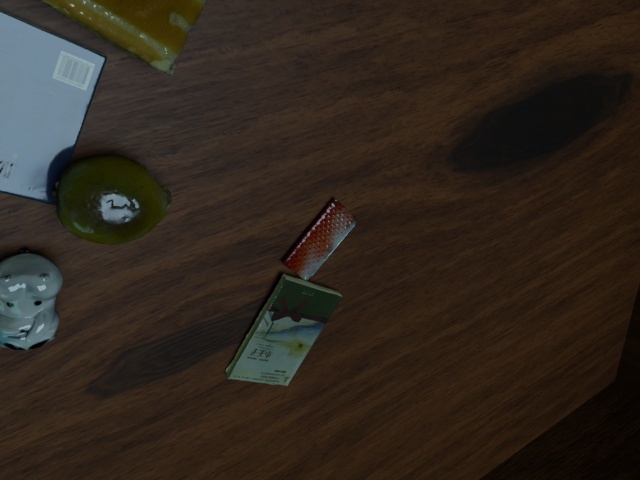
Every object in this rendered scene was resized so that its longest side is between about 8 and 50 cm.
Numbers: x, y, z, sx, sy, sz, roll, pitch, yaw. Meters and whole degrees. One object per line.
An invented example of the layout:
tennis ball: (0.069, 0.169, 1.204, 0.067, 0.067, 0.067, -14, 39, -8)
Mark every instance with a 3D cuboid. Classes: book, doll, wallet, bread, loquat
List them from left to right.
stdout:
book: (-0.473, -0.202, 0.835, 0.191, 0.025, 0.269, 16, 103, -38)
doll: (-0.506, 0.112, 0.920, 0.110, 0.107, 0.180, 1, 112, -26)
loquat: (-0.351, -0.068, 0.912, 0.195, 0.152, 0.152, 5, 111, -28)
bread: (-0.278, -0.408, 0.787, 0.246, 0.111, 0.239, 25, 100, -52)
book: (-0.087, 0.229, 1.318, 0.201, 0.026, 0.289, 21, 103, -41)
wallet: (0.000, 0.000, 1.270, 0.196, 0.020, 0.103, -50, 131, -3)
